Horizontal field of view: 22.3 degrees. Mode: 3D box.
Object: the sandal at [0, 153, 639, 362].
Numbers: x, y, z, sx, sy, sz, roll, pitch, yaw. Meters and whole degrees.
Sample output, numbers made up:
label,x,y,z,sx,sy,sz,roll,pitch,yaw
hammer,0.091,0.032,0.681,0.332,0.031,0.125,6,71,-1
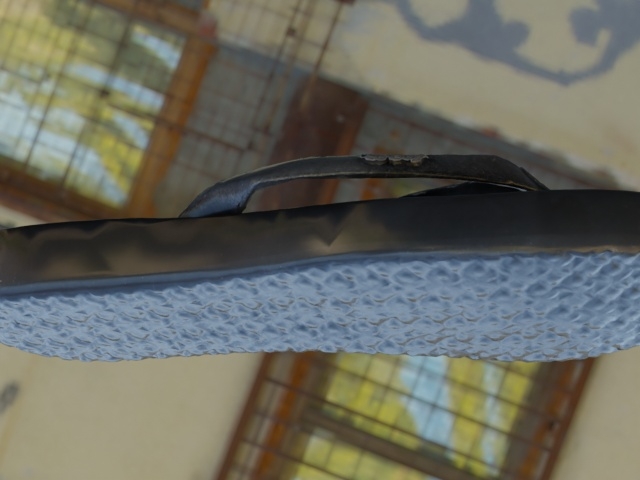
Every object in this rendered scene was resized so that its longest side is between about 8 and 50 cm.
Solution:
label,x,y,z,sx,sy,sz,roll,pitch,yaw
sandal,-0.001,0.000,0.515,0.255,0.054,0.097,-2,158,20
